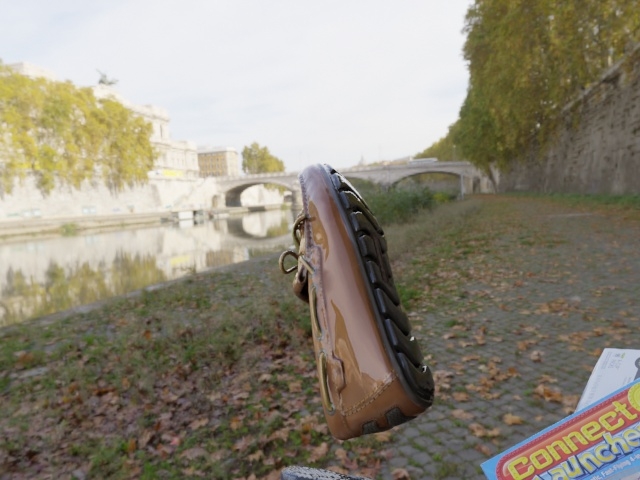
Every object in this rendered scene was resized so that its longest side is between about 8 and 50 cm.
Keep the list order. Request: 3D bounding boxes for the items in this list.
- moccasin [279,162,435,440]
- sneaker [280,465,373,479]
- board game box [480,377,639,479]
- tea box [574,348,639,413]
[{"bbox_3d":[0.020,0.052,0.591,0.147,0.379,0.139,-29,-34,21],"label":"moccasin"},{"bbox_3d":[0.039,0.647,1.136,0.319,0.130,0.112,22,-14,-17],"label":"sneaker"},{"bbox_3d":[0.415,0.354,0.579,0.309,0.086,0.302,-31,23,4],"label":"board game box"},{"bbox_3d":[0.687,0.391,0.803,0.220,0.328,0.324,-36,15,-38],"label":"tea box"}]
